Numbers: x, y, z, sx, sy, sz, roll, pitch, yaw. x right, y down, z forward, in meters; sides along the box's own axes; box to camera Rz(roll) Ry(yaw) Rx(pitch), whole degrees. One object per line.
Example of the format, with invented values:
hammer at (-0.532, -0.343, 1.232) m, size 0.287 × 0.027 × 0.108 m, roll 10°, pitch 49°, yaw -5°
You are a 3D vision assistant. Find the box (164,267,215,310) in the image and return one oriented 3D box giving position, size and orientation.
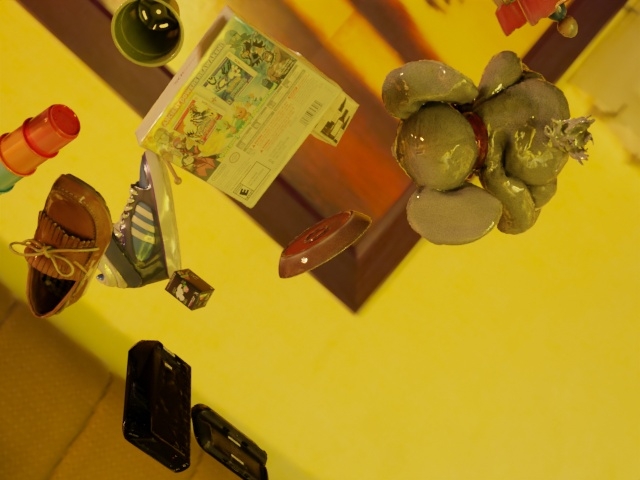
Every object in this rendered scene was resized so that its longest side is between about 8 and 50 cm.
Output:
box at (-0.287, 0.107, 2.139) m, size 0.083 × 0.052 × 0.062 m, roll 37°, pitch 18°, yaw 17°

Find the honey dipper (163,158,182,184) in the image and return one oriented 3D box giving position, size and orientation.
honey dipper at (-0.354, -0.193, 2.186) m, size 0.161 × 0.030 × 0.030 m, roll 61°, pitch -1°, yaw 15°

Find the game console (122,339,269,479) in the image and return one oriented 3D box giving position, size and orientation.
game console at (-0.205, 0.332, 1.677) m, size 0.361 × 0.044 × 0.213 m, roll 45°, pitch 23°, yaw -34°

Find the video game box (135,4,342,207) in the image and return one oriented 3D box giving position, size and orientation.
video game box at (-0.105, -0.166, 1.250) m, size 0.187 × 0.205 × 0.048 m, roll 30°, pitch 16°, yaw -36°

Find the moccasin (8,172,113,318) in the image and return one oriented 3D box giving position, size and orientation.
moccasin at (-0.484, 0.019, 1.793) m, size 0.139 × 0.147 × 0.380 m, roll 36°, pitch -41°, yaw -2°

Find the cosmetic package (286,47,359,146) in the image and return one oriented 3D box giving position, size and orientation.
cosmetic package at (-0.020, -0.266, 1.821) m, size 0.060 × 0.099 × 0.239 m, roll 27°, pitch -1°, yaw 32°

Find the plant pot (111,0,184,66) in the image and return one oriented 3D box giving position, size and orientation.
plant pot at (-0.195, -0.256, 1.136) m, size 0.083 × 0.083 × 0.079 m, roll 43°, pitch 23°, yaw -21°

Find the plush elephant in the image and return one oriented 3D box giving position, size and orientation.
plush elephant at (0.210, -0.134, 1.374) m, size 0.255 × 0.272 × 0.330 m, roll -3°, pitch 4°, yaw -4°

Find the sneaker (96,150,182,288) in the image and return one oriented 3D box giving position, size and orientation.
sneaker at (-0.458, -0.043, 2.259) m, size 0.130 × 0.236 × 0.323 m, roll -107°, pitch -170°, yaw -74°

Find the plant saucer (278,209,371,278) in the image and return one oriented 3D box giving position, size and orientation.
plant saucer at (0.000, 0.000, 1.495) m, size 0.029 × 0.168 × 0.168 m, roll 57°, pitch -11°, yaw -13°

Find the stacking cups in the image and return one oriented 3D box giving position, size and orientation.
stacking cups at (-0.514, -0.123, 1.601) m, size 0.096 × 0.316 × 0.096 m, roll 39°, pitch 38°, yaw -40°

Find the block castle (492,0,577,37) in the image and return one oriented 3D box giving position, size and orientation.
block castle at (0.441, -0.489, 1.679) m, size 0.213 × 0.303 × 0.453 m, roll 55°, pitch 9°, yaw -5°
